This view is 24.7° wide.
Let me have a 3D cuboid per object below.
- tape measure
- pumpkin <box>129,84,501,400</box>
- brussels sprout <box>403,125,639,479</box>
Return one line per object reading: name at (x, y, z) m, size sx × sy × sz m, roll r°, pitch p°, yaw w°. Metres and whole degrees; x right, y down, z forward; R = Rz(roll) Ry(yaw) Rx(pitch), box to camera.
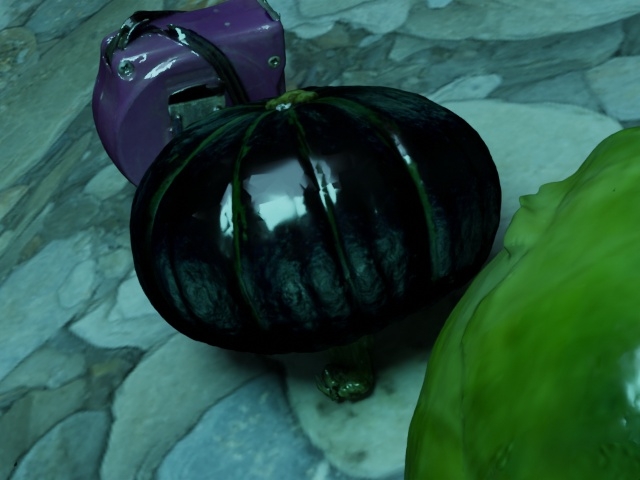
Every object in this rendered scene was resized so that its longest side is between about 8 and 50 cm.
tape measure at (-0.079, -0.087, 0.892) m, size 0.118 × 0.125 × 0.074 m, roll -17°, pitch 37°, yaw -15°
pumpkin at (-0.003, -0.013, 0.755) m, size 0.194 × 0.150 × 0.194 m, roll -7°, pitch 40°, yaw 6°
brussels sprout at (0.137, 0.070, 0.545) m, size 0.244 × 0.244 × 0.244 m, roll -15°, pitch 41°, yaw 13°
